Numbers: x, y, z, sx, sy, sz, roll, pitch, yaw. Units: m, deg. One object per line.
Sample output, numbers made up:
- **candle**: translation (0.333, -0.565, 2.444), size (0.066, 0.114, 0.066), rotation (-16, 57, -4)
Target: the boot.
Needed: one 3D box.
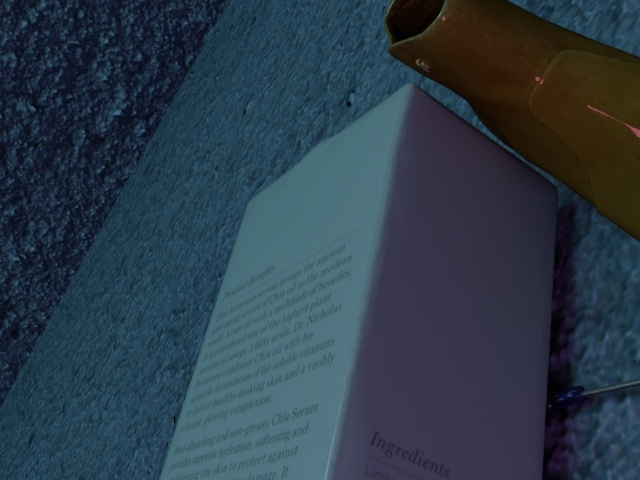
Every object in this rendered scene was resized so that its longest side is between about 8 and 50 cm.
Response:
- **boot**: translation (0.155, -0.080, 0.482), size (0.104, 0.211, 0.295), rotation (-60, 25, 10)

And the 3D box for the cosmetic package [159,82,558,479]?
- **cosmetic package**: translation (0.012, 0.146, 0.534), size (0.230, 0.162, 0.453), rotation (-30, 38, 49)

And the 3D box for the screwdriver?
- **screwdriver**: translation (0.177, 0.092, 0.498), size (0.170, 0.024, 0.025), rotation (-32, 10, 45)
